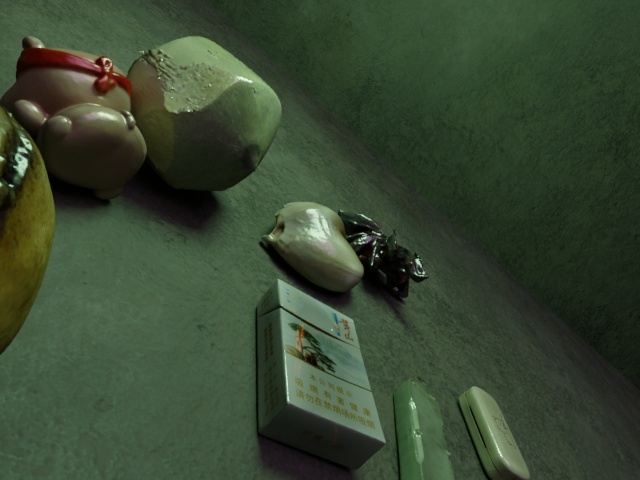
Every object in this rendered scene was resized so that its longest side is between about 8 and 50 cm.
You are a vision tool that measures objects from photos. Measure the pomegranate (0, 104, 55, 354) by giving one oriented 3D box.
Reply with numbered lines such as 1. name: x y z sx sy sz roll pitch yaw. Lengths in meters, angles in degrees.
1. pomegranate: -0.296 -0.011 0.289 0.260 0.260 0.260 36 21 -17

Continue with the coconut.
1. coconut: -0.194 -0.197 0.836 0.247 0.245 0.245 44 19 28

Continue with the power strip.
1. power strip: 0.151 0.301 0.737 0.080 0.048 0.286 40 20 -13

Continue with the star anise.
1. star anise: 0.131 0.024 1.159 0.212 0.129 0.283 27 16 -49

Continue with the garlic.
1. garlic: 0.000 0.000 0.982 0.217 0.110 0.228 54 23 20

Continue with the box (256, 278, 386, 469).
1. box: -0.009 0.170 0.679 0.149 0.067 0.233 33 22 -25

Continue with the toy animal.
1. toy animal: -0.323 -0.168 0.670 0.171 0.171 0.198 12 44 -54

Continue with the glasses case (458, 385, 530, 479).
1. glasses case: 0.313 0.355 0.921 0.083 0.050 0.196 36 21 -22
